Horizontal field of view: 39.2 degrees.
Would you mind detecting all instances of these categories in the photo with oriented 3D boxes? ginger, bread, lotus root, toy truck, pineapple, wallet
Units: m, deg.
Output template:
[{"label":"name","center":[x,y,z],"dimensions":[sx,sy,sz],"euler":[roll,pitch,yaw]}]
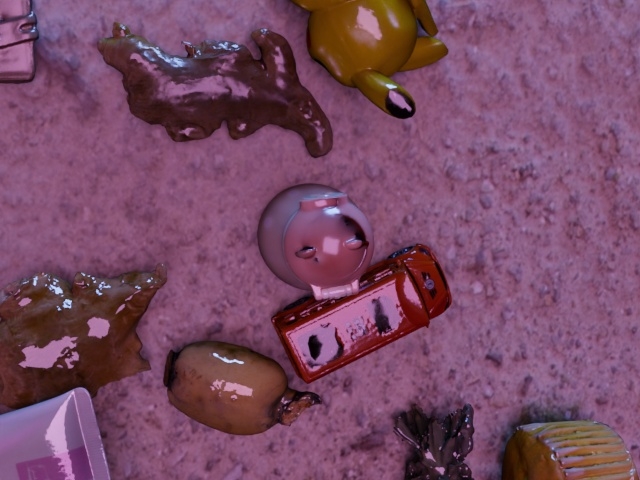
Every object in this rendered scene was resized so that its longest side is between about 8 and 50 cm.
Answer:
[{"label":"ginger","center":[-0.319,0.118,1.189],"dimensions":[0.219,0.123,0.270],"euler":[45,77,-17]},{"label":"bread","center":[0.345,0.406,1.285],"dimensions":[0.156,0.204,0.288],"euler":[-4,100,-14]},{"label":"lotus root","center":[-0.110,0.206,1.228],"dimensions":[0.221,0.125,0.118],"euler":[20,79,-3]},{"label":"ginger","center":[-0.135,-0.209,1.212],"dimensions":[0.333,0.080,0.166],"euler":[7,105,-7]},{"label":"toy truck","center":[0.066,0.102,1.255],"dimensions":[0.253,0.114,0.107],"euler":[-26,97,-6]},{"label":"pineapple","center":[0.190,0.412,1.283],"dimensions":[0.175,0.175,0.361],"euler":[1,89,-10]},{"label":"wallet","center":[-0.430,-0.282,1.176],"dimensions":[0.118,0.039,0.152],"euler":[-3,94,-8]}]

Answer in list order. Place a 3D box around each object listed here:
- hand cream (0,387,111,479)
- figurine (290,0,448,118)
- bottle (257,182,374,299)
[{"label":"hand cream","center":[-0.434,0.302,1.130],"dimensions":[0.359,0.118,0.185],"euler":[-12,94,12]},{"label":"figurine","center":[0.049,-0.330,1.196],"dimensions":[0.169,0.218,0.326],"euler":[-11,108,32]},{"label":"bottle","center":[0.000,0.000,1.173],"dimensions":[0.148,0.236,0.147],"euler":[-1,94,-9]}]
